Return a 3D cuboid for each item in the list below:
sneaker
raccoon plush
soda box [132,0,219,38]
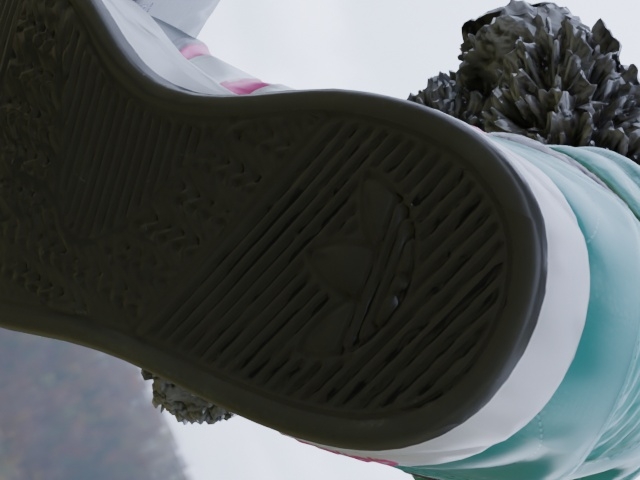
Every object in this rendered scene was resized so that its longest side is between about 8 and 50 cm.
[{"bbox_3d":[0.000,0.000,0.524,0.295,0.123,0.178,25,0,44],"label":"sneaker"},{"bbox_3d":[0.055,0.046,0.854,0.216,0.299,0.446,67,-7,-25],"label":"raccoon plush"},{"bbox_3d":[-0.067,-0.221,0.923,0.091,0.098,0.286,50,-50,16],"label":"soda box"}]
